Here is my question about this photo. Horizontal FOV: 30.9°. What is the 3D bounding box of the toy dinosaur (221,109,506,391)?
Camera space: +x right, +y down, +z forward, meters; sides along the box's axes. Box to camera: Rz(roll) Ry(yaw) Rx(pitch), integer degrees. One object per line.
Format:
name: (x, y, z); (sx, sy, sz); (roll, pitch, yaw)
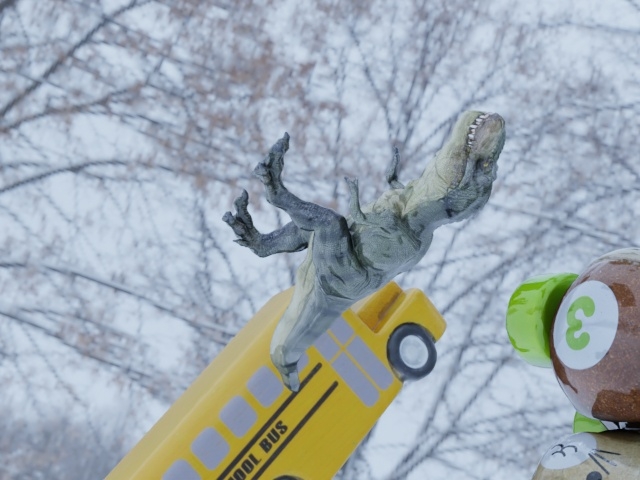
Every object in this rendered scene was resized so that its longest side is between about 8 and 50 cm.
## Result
toy dinosaur: (0.000, 0.000, 0.722); (0.118, 0.064, 0.268); (38, -49, -3)

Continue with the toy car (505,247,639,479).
toy car: (0.131, 0.109, 0.539); (0.149, 0.188, 0.155); (57, -28, -15)

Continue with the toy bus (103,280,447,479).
toy bus: (-0.039, 0.147, 0.942); (0.130, 0.332, 0.108); (48, -32, -8)
